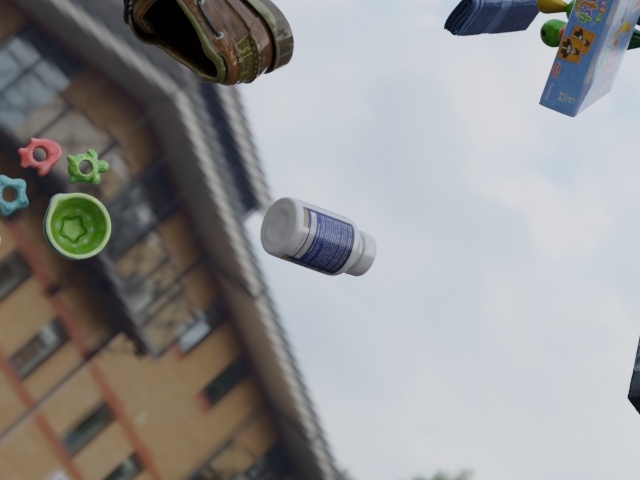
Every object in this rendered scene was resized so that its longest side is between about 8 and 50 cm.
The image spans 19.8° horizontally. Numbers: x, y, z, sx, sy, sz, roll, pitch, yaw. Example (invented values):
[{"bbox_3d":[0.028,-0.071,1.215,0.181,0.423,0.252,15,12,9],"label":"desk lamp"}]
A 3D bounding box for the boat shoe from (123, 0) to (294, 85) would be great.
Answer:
[{"bbox_3d":[-0.165,-0.270,1.989,0.307,0.104,0.110,36,-40,35],"label":"boat shoe"}]

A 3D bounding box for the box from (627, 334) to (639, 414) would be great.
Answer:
[{"bbox_3d":[0.445,0.131,2.061,0.156,0.158,0.093,-12,-46,35],"label":"box"}]

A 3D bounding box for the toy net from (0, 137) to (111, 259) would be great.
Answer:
[{"bbox_3d":[-0.324,-0.050,1.834,0.232,0.122,0.045,8,-7,-21],"label":"toy net"}]

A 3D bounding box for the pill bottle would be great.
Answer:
[{"bbox_3d":[0.000,0.000,1.973,0.120,0.067,0.067,20,3,-36],"label":"pill bottle"}]

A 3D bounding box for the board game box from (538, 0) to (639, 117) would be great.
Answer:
[{"bbox_3d":[0.257,-0.220,1.586,0.039,0.211,0.160,24,20,14],"label":"board game box"}]

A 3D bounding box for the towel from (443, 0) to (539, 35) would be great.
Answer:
[{"bbox_3d":[0.206,-0.272,2.158,0.067,0.119,0.029,-52,-124,45],"label":"towel"}]

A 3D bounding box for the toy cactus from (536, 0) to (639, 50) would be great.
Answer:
[{"bbox_3d":[0.321,-0.212,1.773,0.219,0.112,0.180,-32,-59,33],"label":"toy cactus"}]
